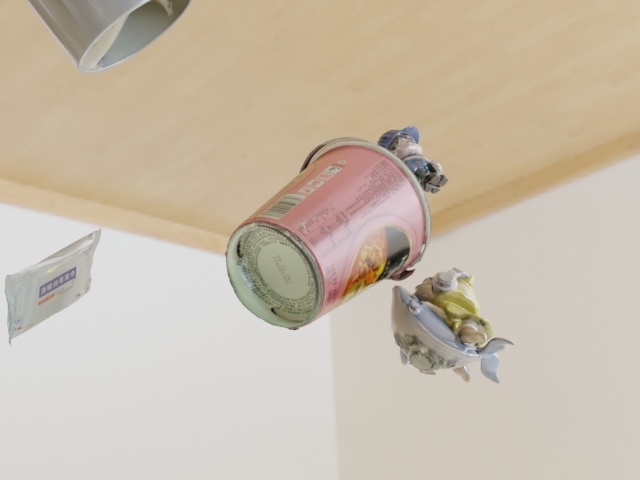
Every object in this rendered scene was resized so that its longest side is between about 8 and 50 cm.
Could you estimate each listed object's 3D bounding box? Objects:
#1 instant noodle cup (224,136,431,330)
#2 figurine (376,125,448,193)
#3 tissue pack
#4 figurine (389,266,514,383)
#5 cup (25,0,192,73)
[{"bbox_3d":[0.000,0.000,1.317,0.244,0.244,0.255,-24,-171,41],"label":"instant noodle cup"},{"bbox_3d":[0.146,-0.125,1.498,0.077,0.136,0.079,8,136,-48],"label":"figurine"},{"bbox_3d":[-0.396,0.065,1.360,0.026,0.193,0.122,27,122,15],"label":"tissue pack"},{"bbox_3d":[0.191,0.127,1.374,0.208,0.184,0.128,30,139,20],"label":"figurine"},{"bbox_3d":[-0.404,-0.461,1.532,0.237,0.327,0.323,-38,-179,-21],"label":"cup"}]
